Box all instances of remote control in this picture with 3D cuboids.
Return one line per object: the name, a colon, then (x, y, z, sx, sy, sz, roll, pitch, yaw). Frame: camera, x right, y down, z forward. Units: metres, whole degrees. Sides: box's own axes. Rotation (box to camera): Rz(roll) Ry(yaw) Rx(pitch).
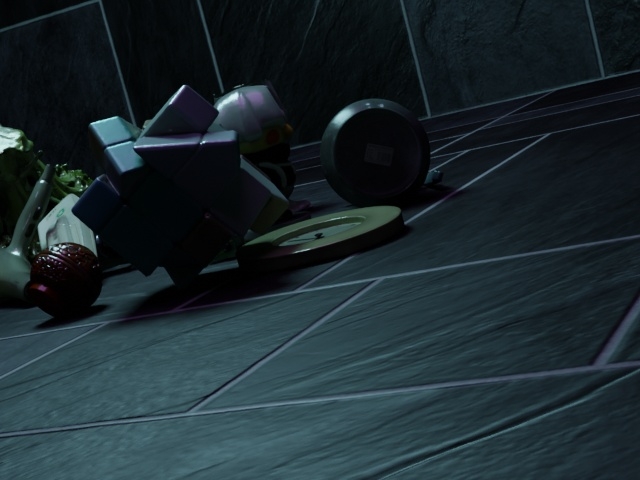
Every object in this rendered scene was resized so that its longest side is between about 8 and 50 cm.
remote control: (-0.407, 0.001, 1.935, 0.090, 0.049, 0.230, -45, 30, 6)

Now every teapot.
teapot: (0.094, -0.128, 1.949, 0.203, 0.171, 0.225, 17, -1, -4)

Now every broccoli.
broccoli: (-0.550, -0.062, 2.170, 0.304, 0.283, 0.321, -2, 37, -8)

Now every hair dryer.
hair dryer: (-0.452, 0.017, 1.895, 0.088, 0.224, 0.219, 25, 15, -34)

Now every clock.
clock: (0.000, 0.000, 1.641, 0.235, 0.029, 0.235, -15, 10, 3)

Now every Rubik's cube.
Rubik's cube: (-0.185, -0.080, 1.601, 0.213, 0.265, 0.224, -49, 6, 12)

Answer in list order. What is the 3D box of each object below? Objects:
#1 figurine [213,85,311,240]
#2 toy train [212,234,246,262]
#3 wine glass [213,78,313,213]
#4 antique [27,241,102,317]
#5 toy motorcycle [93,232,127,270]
figurine: (-0.099, -0.124, 1.910, 0.133, 0.236, 0.176, -14, 7, 1)
toy train: (-0.140, 0.005, 1.804, 0.056, 0.038, 0.093, -16, 8, 8)
wine glass: (-0.103, -0.155, 2.125, 0.127, 0.241, 0.126, -17, 8, 3)
antique: (-0.340, 0.050, 1.635, 0.104, 0.104, 0.104, -14, 8, 2)
toy motorcycle: (-0.341, -0.001, 2.049, 0.157, 0.090, 0.263, -20, 4, 17)
